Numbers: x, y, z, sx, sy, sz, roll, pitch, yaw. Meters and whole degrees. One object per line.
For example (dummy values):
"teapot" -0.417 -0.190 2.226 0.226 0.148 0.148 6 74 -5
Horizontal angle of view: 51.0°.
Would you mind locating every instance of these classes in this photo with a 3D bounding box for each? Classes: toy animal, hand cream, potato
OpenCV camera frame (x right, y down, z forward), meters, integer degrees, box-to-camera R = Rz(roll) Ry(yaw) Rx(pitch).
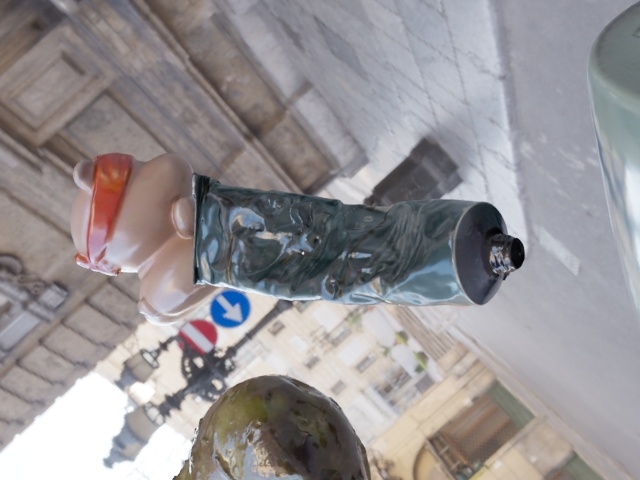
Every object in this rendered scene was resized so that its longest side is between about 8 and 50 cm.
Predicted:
"toy animal" -0.191 -0.008 0.749 0.197 0.171 0.171 48 180 -5
"hand cream" 0.000 -0.001 0.393 0.248 0.075 0.052 6 160 40
"potato" -0.038 0.314 0.850 0.289 0.300 0.237 41 145 -13

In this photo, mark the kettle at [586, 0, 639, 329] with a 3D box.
"kettle" 0.305 0.049 0.337 0.319 0.247 0.342 -112 2 -62
